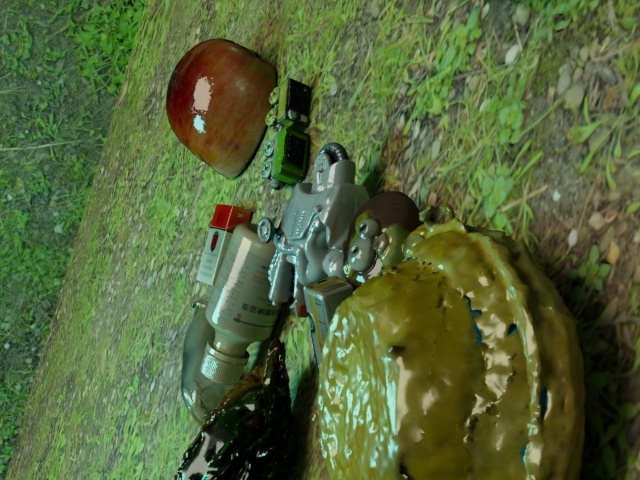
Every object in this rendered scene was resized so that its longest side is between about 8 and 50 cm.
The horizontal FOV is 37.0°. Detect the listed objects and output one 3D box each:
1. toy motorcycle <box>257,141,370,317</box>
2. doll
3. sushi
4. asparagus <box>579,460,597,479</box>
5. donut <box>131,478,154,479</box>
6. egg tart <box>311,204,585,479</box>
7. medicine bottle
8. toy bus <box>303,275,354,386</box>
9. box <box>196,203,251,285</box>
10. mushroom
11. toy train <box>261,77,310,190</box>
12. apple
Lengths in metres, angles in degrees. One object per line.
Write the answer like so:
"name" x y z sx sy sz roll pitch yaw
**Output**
"toy motorcycle" 0.000 0.000 1.344 0.171 0.110 0.260 56 132 44
"doll" 0.094 0.000 1.155 0.188 0.096 0.145 -33 54 42
"sushi" -0.097 0.287 1.334 0.287 0.149 0.140 -52 -6 -4
"asparagus" 0.243 0.227 0.781 0.236 0.027 0.034 -127 45 -60
"donut" -0.307 0.563 1.546 0.307 0.150 0.371 -33 36 47
"egg tart" 0.102 0.157 0.937 0.388 0.169 0.388 -174 90 -71
"medicine bottle" -0.121 0.104 1.514 0.252 0.114 0.114 -69 25 11
"toy bus" 0.023 0.132 1.186 0.072 0.057 0.172 17 121 63
"box" -0.180 0.010 1.776 0.100 0.048 0.152 10 87 64
"mushroom" -0.195 0.208 1.638 0.096 0.099 0.278 -53 29 29
"toy train" -0.055 -0.182 1.611 0.081 0.060 0.202 -25 53 50
"apple" -0.218 -0.274 1.885 0.251 0.163 0.293 -67 24 13
